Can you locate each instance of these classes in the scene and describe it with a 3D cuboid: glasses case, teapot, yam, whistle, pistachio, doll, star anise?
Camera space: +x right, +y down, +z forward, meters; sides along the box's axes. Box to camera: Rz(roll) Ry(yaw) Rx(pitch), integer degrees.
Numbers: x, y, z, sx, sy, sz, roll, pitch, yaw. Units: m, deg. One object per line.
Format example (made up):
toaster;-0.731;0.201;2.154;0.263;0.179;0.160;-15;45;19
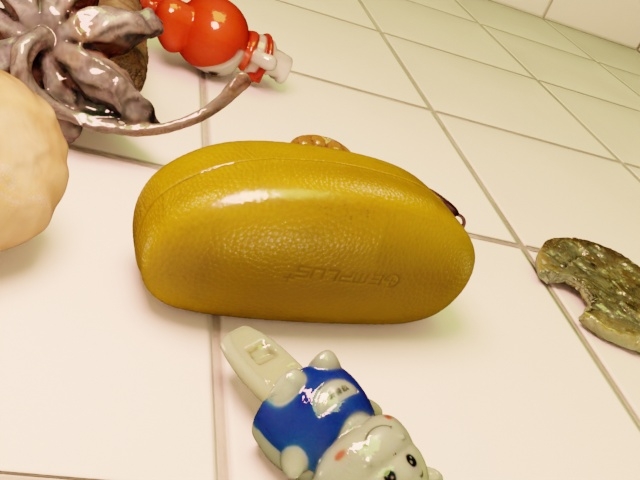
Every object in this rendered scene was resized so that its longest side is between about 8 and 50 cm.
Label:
glasses case;0.000;0.000;0.753;0.371;0.173;0.141;6;30;-26
teapot;0.172;-0.044;1.067;0.100;0.045;0.068;37;7;-8
yam;-0.316;-0.295;1.063;0.129;0.128;0.238;30;24;-34
whistle;0.003;0.152;0.594;0.110;0.092;0.244;-23;53;-38
pistachio;-0.388;-0.078;0.630;0.317;0.214;0.194;5;74;-16
doll;-0.188;-0.353;1.232;0.290;0.130;0.161;18;19;-26
star anise;-0.307;-0.245;0.880;0.359;0.316;0.139;-28;4;-8

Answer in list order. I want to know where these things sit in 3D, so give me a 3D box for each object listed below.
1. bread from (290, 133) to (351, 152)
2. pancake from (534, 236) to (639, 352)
bread;0.004;-0.133;1.117;0.110;0.025;0.110;15;31;-9
pancake;0.432;0.080;1.046;0.253;0.037;0.254;17;31;-11
